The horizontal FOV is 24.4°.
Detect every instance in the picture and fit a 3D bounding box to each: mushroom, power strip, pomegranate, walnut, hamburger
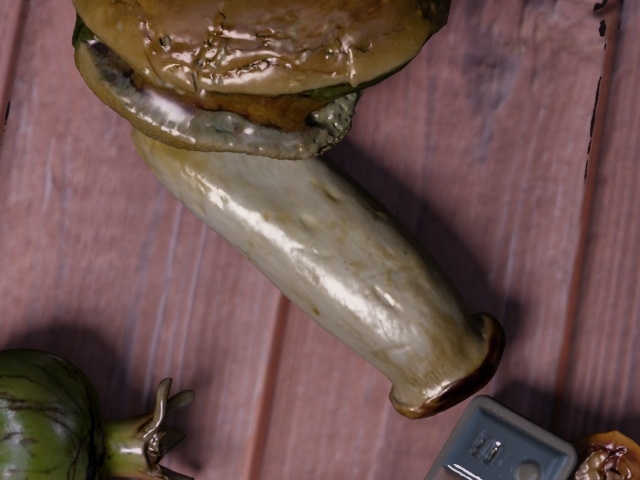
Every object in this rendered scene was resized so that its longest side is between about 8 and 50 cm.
[{"bbox_3d":[0.000,0.000,1.057,0.312,0.081,0.100,44,77,2],"label":"mushroom"},{"bbox_3d":[0.119,0.234,1.033,0.145,0.061,0.215,30,83,20],"label":"power strip"},{"bbox_3d":[-0.176,0.150,1.005,0.191,0.131,0.152,2,81,-12],"label":"pomegranate"},{"bbox_3d":[0.205,0.199,1.065,0.091,0.052,0.121,17,84,32],"label":"walnut"},{"bbox_3d":[-0.038,-0.204,1.019,0.265,0.134,0.285,6,62,-8],"label":"hamburger"}]
